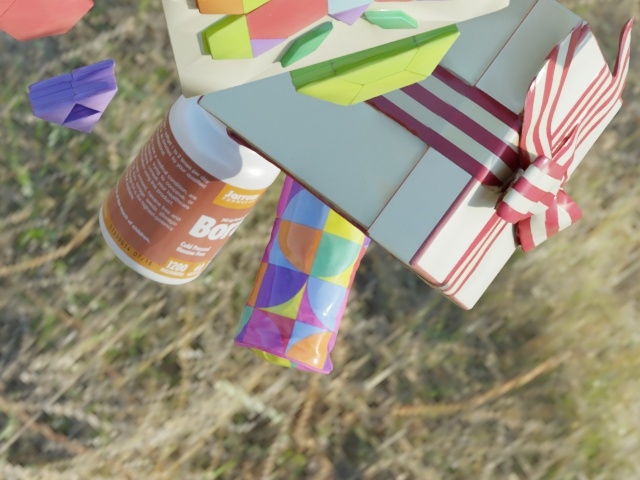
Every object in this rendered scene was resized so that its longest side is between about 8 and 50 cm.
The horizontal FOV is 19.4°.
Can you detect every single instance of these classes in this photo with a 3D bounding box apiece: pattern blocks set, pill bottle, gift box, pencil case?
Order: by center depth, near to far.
[{"bbox_3d":[0.009,-0.124,0.847,0.285,0.324,0.026,43,27,-68],"label":"pattern blocks set"},{"bbox_3d":[0.099,-0.117,1.481,0.258,0.276,0.255,38,6,18],"label":"gift box"},{"bbox_3d":[0.000,0.000,1.676,0.104,0.104,0.236,22,85,-24],"label":"pencil case"},{"bbox_3d":[-0.112,-0.068,1.799,0.121,0.216,0.121,27,34,-20],"label":"pill bottle"}]
